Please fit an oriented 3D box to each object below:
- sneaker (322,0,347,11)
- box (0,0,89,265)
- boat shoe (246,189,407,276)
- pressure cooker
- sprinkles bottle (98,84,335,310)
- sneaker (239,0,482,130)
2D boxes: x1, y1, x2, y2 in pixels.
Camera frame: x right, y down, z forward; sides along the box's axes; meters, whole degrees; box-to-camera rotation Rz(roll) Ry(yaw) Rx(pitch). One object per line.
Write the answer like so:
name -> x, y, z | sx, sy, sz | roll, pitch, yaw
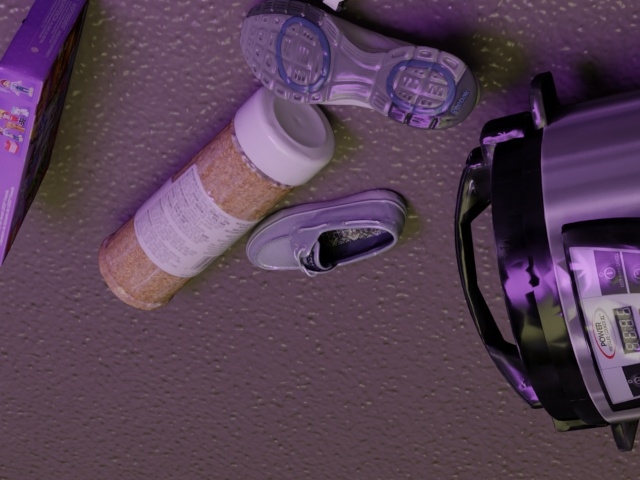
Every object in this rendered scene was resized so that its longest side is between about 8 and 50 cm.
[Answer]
sneaker -> 0.004, -0.352, 1.557 | 0.106, 0.078, 0.234 | 15, 133, -4
box -> -0.348, -0.140, 1.731 | 0.057, 0.201, 0.293 | 19, 132, -5
boat shoe -> 0.001, 0.001, 1.857 | 0.227, 0.081, 0.079 | -17, 125, 24
pressure cooker -> 0.360, 0.019, 1.614 | 0.420, 0.370, 0.375 | -10, 151, 21
sprinkles bottle -> -0.135, -0.048, 1.818 | 0.121, 0.121, 0.355 | 36, 128, -19
sneaker -> 0.046, -0.192, 1.660 | 0.297, 0.129, 0.111 | 23, 101, 17
